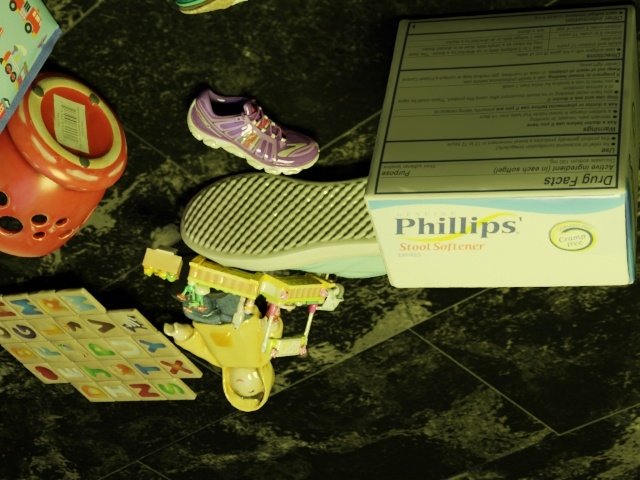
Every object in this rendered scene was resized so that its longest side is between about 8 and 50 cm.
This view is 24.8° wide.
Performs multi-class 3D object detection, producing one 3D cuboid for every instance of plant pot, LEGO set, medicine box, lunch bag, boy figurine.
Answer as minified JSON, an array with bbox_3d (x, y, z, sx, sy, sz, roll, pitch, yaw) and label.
[{"bbox_3d":[-0.344,-0.099,1.801,0.191,0.191,0.174,34,130,-25],"label":"plant pot"},{"bbox_3d":[-0.099,0.086,1.921,0.287,0.132,0.107,7,105,-28],"label":"LEGO set"},{"bbox_3d":[0.206,-0.102,1.567,0.264,0.289,0.149,-1,139,16],"label":"medicine box"},{"bbox_3d":[-0.430,-0.205,1.605,0.138,0.293,0.221,-8,137,23],"label":"lunch bag"},{"bbox_3d":[-0.138,0.138,2.109,0.177,0.092,0.285,-2,136,13],"label":"boy figurine"}]

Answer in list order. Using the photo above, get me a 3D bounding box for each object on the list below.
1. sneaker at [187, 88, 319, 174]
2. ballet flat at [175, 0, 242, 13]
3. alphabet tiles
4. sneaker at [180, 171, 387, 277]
[{"bbox_3d":[-0.080,-0.136,1.782,0.170,0.068,0.071,19,135,-8],"label":"sneaker"},{"bbox_3d":[-0.076,-0.297,1.585,0.067,0.073,0.206,22,146,-35],"label":"ballet flat"},{"bbox_3d":[-0.355,0.164,2.209,0.343,0.011,0.285,-6,139,37],"label":"alphabet tiles"},{"bbox_3d":[0.000,0.000,1.875,0.366,0.135,0.150,2,153,25],"label":"sneaker"}]
